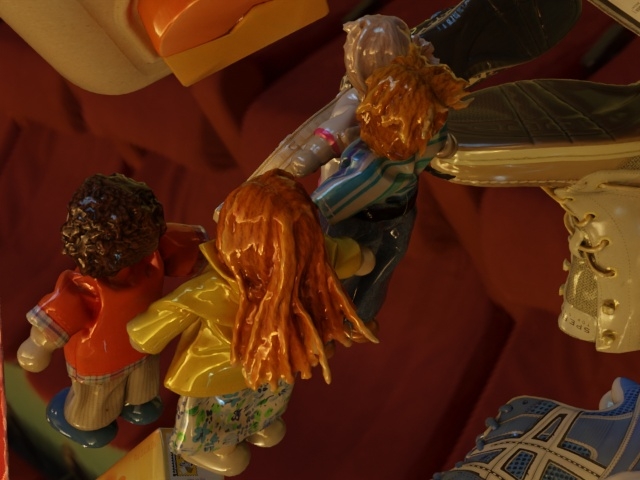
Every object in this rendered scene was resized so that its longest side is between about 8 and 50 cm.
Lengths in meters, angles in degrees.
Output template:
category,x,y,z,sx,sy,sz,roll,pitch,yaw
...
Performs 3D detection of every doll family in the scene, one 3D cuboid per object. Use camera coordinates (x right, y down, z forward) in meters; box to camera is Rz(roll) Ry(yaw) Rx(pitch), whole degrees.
category,x,y,z,sx,sy,sz,roll,pitch,yaw
doll family,0.000,0.000,0.529,0.118,0.263,0.163,35,139,20

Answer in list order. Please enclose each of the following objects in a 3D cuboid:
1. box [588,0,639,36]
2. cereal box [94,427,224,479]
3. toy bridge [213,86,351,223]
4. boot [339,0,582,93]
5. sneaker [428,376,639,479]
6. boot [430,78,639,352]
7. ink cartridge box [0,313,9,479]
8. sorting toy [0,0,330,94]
category,x,y,z,sx,sy,sz,roll,pitch,yaw
box,0.242,-0.257,0.535,0.076,0.242,0.307,31,144,-10
cereal box,-0.101,0.255,0.766,0.173,0.047,0.240,-42,49,50
toy bridge,-0.029,-0.078,1.163,0.026,0.188,0.063,44,162,5
boot,0.133,-0.198,1.267,0.085,0.236,0.178,62,171,-10
sneaker,0.085,0.125,0.585,0.080,0.211,0.081,111,142,-53
boot,0.155,-0.010,0.725,0.077,0.213,0.165,-117,27,-51
ink cartridge box,-0.308,0.104,0.577,0.385,0.091,0.308,-11,79,33
sorting toy,-0.004,-0.105,0.342,0.193,0.208,0.038,55,-167,-77
